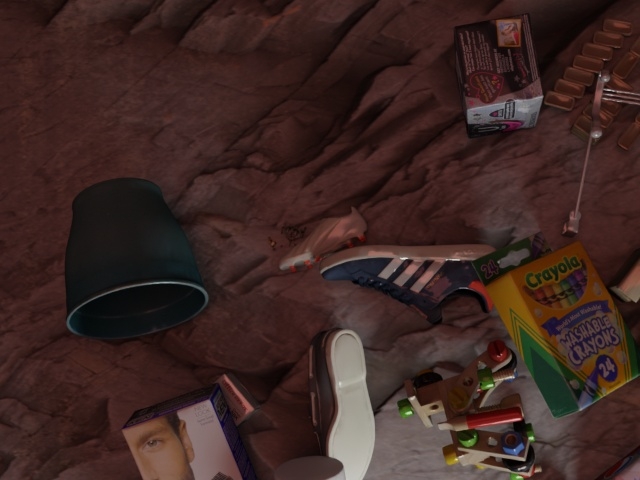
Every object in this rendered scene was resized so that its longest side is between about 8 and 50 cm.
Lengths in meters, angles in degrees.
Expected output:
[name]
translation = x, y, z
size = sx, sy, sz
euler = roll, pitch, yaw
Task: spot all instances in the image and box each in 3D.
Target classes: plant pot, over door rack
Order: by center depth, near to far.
[over door rack]
translation = 0.606, -0.139, 1.696
size = 0.239, 0.108, 0.324
euler = 11, 99, 7
[plant pot]
translation = -0.380, 0.027, 1.803
size = 0.272, 0.271, 0.255
euler = -19, 67, 7

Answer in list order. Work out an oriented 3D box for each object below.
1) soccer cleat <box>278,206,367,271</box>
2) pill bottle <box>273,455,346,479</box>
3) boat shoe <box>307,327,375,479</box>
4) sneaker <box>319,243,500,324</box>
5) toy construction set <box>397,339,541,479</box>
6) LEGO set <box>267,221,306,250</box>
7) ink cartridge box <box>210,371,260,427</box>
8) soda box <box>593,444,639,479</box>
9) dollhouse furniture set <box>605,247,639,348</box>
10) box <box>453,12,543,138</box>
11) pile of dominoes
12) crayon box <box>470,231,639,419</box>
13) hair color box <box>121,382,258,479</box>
[soccer cleat]
translation = 0.000, 0.000, 1.835
size = 0.196, 0.068, 0.076
euler = -25, 76, -1
[pill bottle]
translation = -0.007, 0.571, 1.687
size = 0.176, 0.176, 0.318
euler = -5, 99, 8
[boat shoe]
translation = 0.031, 0.330, 1.796
size = 0.099, 0.116, 0.319
euler = -2, 91, 52
[sneaker]
translation = 0.171, 0.088, 1.762
size = 0.350, 0.131, 0.148
euler = -2, 80, 9
[toy construction set]
translation = 0.252, 0.320, 1.656
size = 0.237, 0.309, 0.257
euler = -13, 75, 12
[LEGO set]
translation = -0.068, -0.009, 1.863
size = 0.083, 0.023, 0.054
euler = -43, 80, 3
[ink cartridge box]
translation = -0.204, 0.343, 1.834
size = 0.135, 0.056, 0.099
euler = -43, 79, 3
[soda box]
translation = 0.610, 0.422, 1.680
size = 0.263, 0.092, 0.083
euler = -38, 80, 4
[dollhouse furniture set]
translation = 0.659, 0.122, 1.667
size = 0.242, 0.161, 0.212
euler = 37, 91, 10
[box]
translation = 0.329, -0.299, 1.716
size = 0.142, 0.247, 0.163
euler = -9, 83, 10
[pile of dominoes]
translation = 0.580, -0.307, 1.797
size = 0.196, 0.040, 0.251
euler = 37, 83, 11
[crayon box]
translation = 0.442, 0.137, 1.684
size = 0.203, 0.083, 0.323
euler = -20, 77, -32
[hair color box]
translation = -0.226, 0.467, 1.757
size = 0.185, 0.110, 0.339
euler = -20, 97, 7
